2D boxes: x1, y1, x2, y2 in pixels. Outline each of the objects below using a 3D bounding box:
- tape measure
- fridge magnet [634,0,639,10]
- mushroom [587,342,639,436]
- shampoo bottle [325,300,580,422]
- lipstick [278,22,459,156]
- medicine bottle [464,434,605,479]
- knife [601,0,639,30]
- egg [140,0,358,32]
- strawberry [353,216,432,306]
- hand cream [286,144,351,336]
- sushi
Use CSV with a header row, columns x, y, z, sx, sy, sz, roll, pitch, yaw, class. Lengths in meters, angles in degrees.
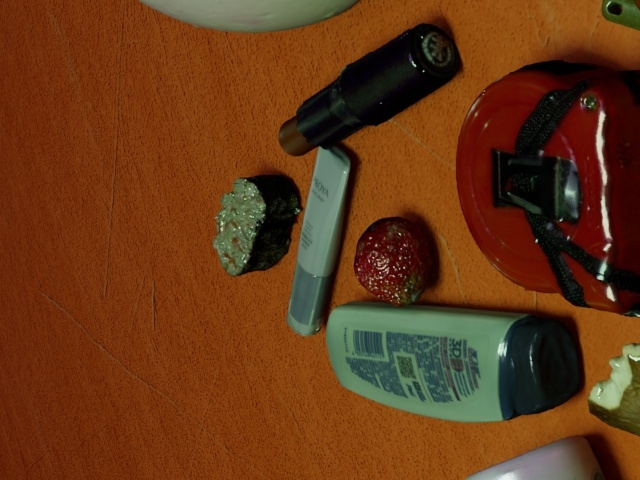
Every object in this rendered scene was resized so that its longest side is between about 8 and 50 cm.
x,y,z,sx,sy,sz,roll,pitch,yaw,class
0.248,-0.054,1.592,0.260,0.114,0.253,9,107,52,tape measure
0.406,-0.223,1.203,0.364,0.155,0.363,18,148,11,fridge magnet
0.370,0.058,1.450,0.208,0.301,0.233,37,143,-19,mushroom
0.148,0.143,1.818,0.359,0.078,0.134,2,105,53,shampoo bottle
0.046,-0.168,1.853,0.300,0.081,0.081,-25,80,52,lipstick
0.260,0.346,1.669,0.152,0.152,0.254,-37,72,51,medicine bottle
0.387,-0.188,1.441,0.343,0.027,0.061,30,119,45,knife
-0.138,-0.409,1.812,0.354,0.340,0.354,20,116,50,egg
0.089,0.026,1.846,0.106,0.106,0.106,20,116,49,strawberry
0.000,0.000,1.993,0.079,0.048,0.255,42,130,48,hand cream
-0.088,-0.021,2.080,0.090,0.078,0.150,53,138,30,sushi
